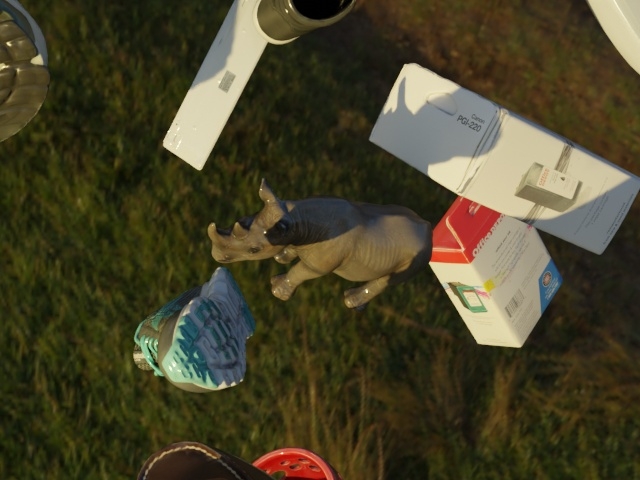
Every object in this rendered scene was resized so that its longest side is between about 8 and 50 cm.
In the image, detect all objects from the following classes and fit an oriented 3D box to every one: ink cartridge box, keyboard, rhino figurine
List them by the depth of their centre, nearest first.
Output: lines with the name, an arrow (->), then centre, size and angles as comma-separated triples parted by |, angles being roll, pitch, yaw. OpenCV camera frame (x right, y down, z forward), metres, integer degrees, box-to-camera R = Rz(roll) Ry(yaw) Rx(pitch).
rhino figurine -> 0.000, 0.000, 1.025 | 0.243, 0.106, 0.073 | 11, 51, -43
ink cartridge box -> 0.180, -0.079, 1.166 | 0.218, 0.092, 0.158 | 21, 10, -39
ink cartridge box -> 0.222, 0.016, 1.599 | 0.078, 0.231, 0.134 | 2, 44, 47
keyboard -> -0.136, -0.224, 1.658 | 0.072, 0.256, 0.014 | 32, 15, 13

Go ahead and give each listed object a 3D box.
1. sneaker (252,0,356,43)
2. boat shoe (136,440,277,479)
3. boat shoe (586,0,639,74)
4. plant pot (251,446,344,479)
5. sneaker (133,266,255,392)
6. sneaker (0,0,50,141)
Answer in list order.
sneaker -> 0.046, -0.365, 1.541 | 0.296, 0.147, 0.104 | -45, 108, -8
boat shoe -> -0.064, 0.206, 0.800 | 0.123, 0.123, 0.342 | -31, 27, -8
boat shoe -> 0.154, -0.250, 0.696 | 0.136, 0.156, 0.367 | -21, 89, -8
plant pot -> -0.029, 0.455, 1.979 | 0.191, 0.174, 0.191 | -11, 60, 20
sneaker -> -0.091, 0.071, 0.793 | 0.076, 0.166, 0.065 | -26, 96, 8
sneaker -> -0.401, -0.248, 0.991 | 0.410, 0.158, 0.182 | 41, 17, -23
